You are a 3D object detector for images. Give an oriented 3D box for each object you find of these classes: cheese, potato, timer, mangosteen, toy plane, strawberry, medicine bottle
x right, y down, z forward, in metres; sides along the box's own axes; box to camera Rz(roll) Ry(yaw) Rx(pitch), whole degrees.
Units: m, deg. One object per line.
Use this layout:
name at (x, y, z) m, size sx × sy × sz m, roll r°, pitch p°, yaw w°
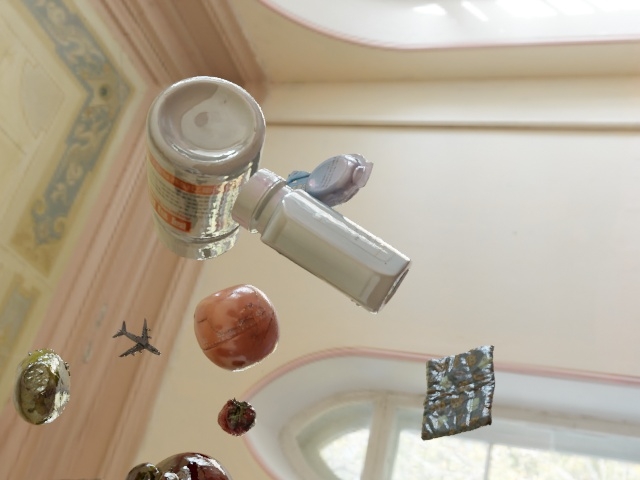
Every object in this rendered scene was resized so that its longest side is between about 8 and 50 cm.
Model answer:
cheese at (0.005, -0.109, 1.520) m, size 0.052 × 0.245 × 0.135 m, roll 44°, pitch -125°, yaw -32°
potato at (-0.573, 0.300, 1.603) m, size 0.251 × 0.113 × 0.149 m, roll 176°, pitch 93°, yaw -71°
timer at (-0.225, 0.231, 2.099) m, size 0.215 × 0.230 × 0.229 m, roll 63°, pitch -151°, yaw -9°
mangosteen at (-0.274, 0.495, 1.433) m, size 0.257 × 0.215 × 0.215 m, roll 31°, pitch -116°, yaw -47°
toy plane at (-0.300, 0.166, 1.281) m, size 0.078 × 0.084 × 0.024 m, roll -60°, pitch -3°, yaw -31°
strawberry at (-0.221, 0.467, 2.040) m, size 0.106 × 0.106 × 0.106 m, roll 4°, pitch -90°, yaw -68°
medicine bottle at (0.000, 0.000, 1.287) m, size 0.111 × 0.296 × 0.161 m, roll -59°, pitch -10°, yaw 16°
medicine bottle at (-0.226, -0.123, 1.484) m, size 0.371 × 0.211 × 0.211 m, roll 113°, pitch 174°, yaw -62°

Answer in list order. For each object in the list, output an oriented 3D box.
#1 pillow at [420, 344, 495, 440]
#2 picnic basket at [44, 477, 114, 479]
pillow at (0.333, 0.366, 1.881) m, size 0.034 × 0.189 × 0.255 m, roll 54°, pitch -148°, yaw -28°
picnic basket at (-0.535, 0.698, 1.843) m, size 0.291 × 0.321 × 0.254 m, roll 15°, pitch -102°, yaw -43°
